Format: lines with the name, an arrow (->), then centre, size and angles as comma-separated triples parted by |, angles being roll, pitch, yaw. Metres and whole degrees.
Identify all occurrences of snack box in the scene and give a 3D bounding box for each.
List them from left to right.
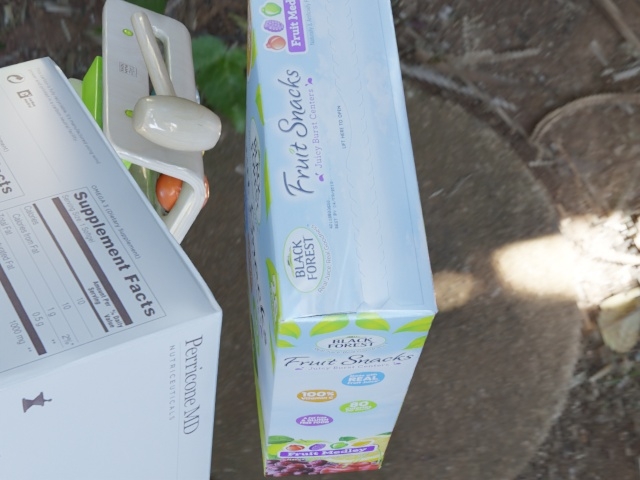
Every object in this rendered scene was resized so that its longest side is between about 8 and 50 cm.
snack box -> 0.000, 0.000, 0.621 | 0.070, 0.207, 0.175 | -3, 62, -7

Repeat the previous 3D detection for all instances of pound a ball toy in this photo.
pound a ball toy -> -0.158, -0.123, 1.271 | 0.135, 0.208, 0.319 | 19, 34, -25

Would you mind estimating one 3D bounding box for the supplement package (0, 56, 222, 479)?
supplement package -> -0.164, 0.078, 0.676 | 0.145, 0.262, 0.204 | -19, 51, -24
